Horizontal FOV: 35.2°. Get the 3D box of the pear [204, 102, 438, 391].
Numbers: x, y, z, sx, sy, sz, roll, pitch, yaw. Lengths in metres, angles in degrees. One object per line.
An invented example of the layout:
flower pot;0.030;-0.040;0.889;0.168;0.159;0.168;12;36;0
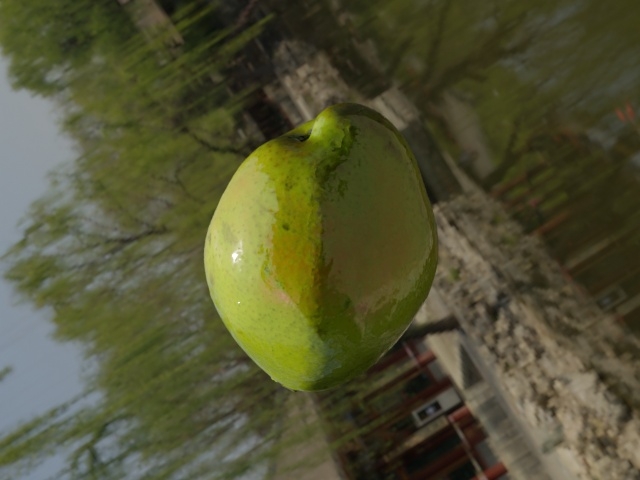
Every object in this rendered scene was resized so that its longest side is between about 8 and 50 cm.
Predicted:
pear;0.000;0.000;0.800;0.187;0.187;0.220;-119;29;-53
